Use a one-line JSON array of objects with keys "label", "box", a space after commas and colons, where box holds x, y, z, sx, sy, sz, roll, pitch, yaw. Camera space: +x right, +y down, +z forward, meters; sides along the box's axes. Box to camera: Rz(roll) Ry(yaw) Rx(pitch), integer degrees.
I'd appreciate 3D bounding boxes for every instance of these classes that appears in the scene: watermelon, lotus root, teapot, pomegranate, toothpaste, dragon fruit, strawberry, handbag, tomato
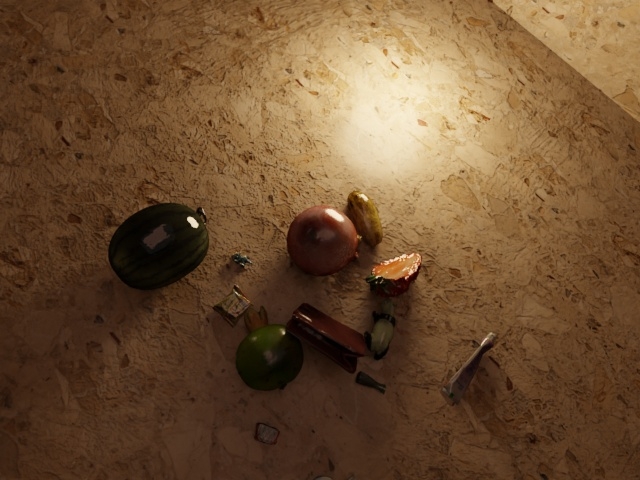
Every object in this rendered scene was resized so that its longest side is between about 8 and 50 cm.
[{"label": "watermelon", "box": [-0.547, 0.012, 1.424, 0.359, 0.279, 0.279, -32, 76, -25]}, {"label": "lotus root", "box": [0.189, -0.099, 1.687, 0.110, 0.097, 0.258, -19, 76, -19]}, {"label": "teapot", "box": [0.183, 0.512, 1.463, 0.110, 0.043, 0.043, 27, 66, -2]}, {"label": "pomegranate", "box": [-0.184, 0.356, 1.382, 0.236, 0.236, 0.302, -17, 59, -15]}, {"label": "toothpaste", "box": [0.570, 0.470, 1.536, 0.301, 0.048, 0.075, -47, 109, -16]}, {"label": "dragon fruit", "box": [-0.181, 0.636, 1.340, 0.083, 0.060, 0.056, 22, 67, -10]}, {"label": "strawberry", "box": [0.294, 0.145, 1.574, 0.286, 0.188, 0.106, -24, 113, -32]}, {"label": "handbag", "box": [0.022, 0.324, 1.398, 0.275, 0.260, 0.084, 32, 95, 7]}, {"label": "tomato", "box": [0.000, 0.000, 1.527, 0.270, 0.227, 0.270, -2, 81, 14]}]

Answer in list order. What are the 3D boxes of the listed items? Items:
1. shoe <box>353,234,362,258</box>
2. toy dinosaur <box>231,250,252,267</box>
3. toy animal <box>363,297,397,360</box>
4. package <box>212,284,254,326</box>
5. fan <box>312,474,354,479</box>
[{"label": "shoe", "box": [0.130, 0.029, 1.638, 0.069, 0.072, 0.109, 3, 55, 35]}, {"label": "toy dinosaur", "box": [-0.303, 0.072, 1.571, 0.083, 0.030, 0.047, 31, 69, 4]}, {"label": "toy animal", "box": [0.228, 0.319, 1.504, 0.094, 0.121, 0.225, 26, 65, 2]}, {"label": "package", "box": [-0.319, 0.240, 1.500, 0.108, 0.031, 0.121, 42, 73, 10]}, {"label": "fan", "box": [0.036, 0.815, 1.330, 0.175, 0.005, 0.113, -23, 73, -17]}]
